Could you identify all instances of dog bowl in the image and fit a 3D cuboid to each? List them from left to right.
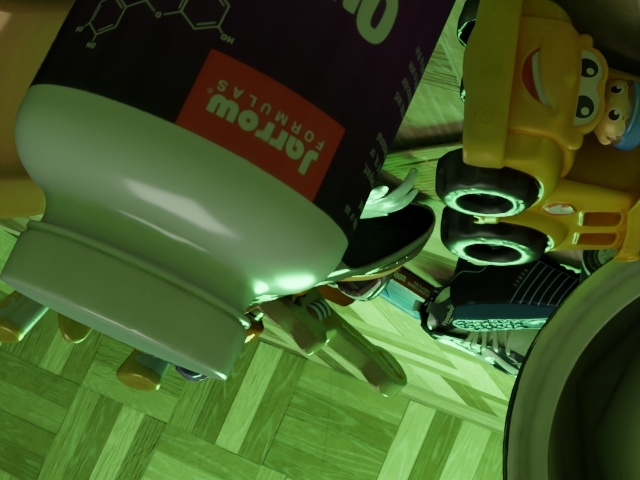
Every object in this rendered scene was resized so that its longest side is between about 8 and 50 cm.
[{"bbox_3d":[0.363,0.180,0.988,0.408,0.408,0.150,21,-174,16],"label":"dog bowl"}]

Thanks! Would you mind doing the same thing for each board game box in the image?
[{"bbox_3d":[0.109,0.067,1.837,0.281,0.027,0.145,32,165,-36],"label":"board game box"}]

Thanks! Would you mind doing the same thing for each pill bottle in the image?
[{"bbox_3d":[-0.039,-0.099,0.624,0.181,0.323,0.181,23,169,5],"label":"pill bottle"}]

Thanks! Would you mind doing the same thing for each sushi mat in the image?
[{"bbox_3d":[0.179,-0.059,1.139,0.151,0.019,0.316,30,167,-23],"label":"sushi mat"}]

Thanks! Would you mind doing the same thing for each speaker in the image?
[{"bbox_3d":[0.297,0.034,1.234,0.055,0.055,0.136,21,169,15],"label":"speaker"}]

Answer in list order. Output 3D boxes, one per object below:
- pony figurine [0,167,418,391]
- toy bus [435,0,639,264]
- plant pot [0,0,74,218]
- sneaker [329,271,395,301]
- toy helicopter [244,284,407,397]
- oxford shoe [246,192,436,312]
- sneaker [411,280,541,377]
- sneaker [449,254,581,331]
[{"bbox_3d":[-0.123,-0.041,1.160,0.351,0.363,0.303,2,146,30],"label":"pony figurine"},{"bbox_3d":[0.191,-0.066,0.817,0.211,0.149,0.220,8,163,12],"label":"toy bus"},{"bbox_3d":[-0.208,-0.186,0.778,0.291,0.291,0.203,26,151,-10],"label":"plant pot"},{"bbox_3d":[0.000,0.000,1.570,0.162,0.106,0.281,30,168,-14],"label":"sneaker"},{"bbox_3d":[-0.003,0.113,1.808,0.355,0.140,0.235,41,-164,-21],"label":"toy helicopter"},{"bbox_3d":[-0.044,0.002,1.331,0.364,0.130,0.133,-14,174,-21],"label":"oxford shoe"},{"bbox_3d":[0.225,0.123,1.685,0.153,0.094,0.235,22,-178,-40],"label":"sneaker"},{"bbox_3d":[0.264,0.054,1.365,0.232,0.090,0.081,0,163,9],"label":"sneaker"}]
